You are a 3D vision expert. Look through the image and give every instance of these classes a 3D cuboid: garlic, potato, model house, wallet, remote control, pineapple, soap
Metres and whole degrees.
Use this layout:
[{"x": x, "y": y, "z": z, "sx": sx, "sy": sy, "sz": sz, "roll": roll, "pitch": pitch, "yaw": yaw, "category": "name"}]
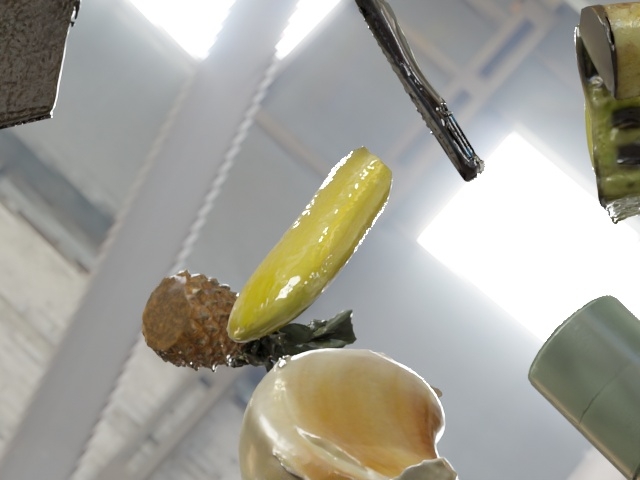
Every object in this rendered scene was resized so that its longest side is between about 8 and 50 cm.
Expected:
[{"x": 0.038, "y": 0.239, "z": 1.599, "sx": 0.286, "sy": 0.249, "sz": 0.313, "roll": 60, "pitch": -4, "yaw": -20, "category": "garlic"}, {"x": 0.310, "y": -0.194, "z": 1.682, "sx": 0.066, "sy": 0.103, "sz": 0.096, "roll": 92, "pitch": -20, "yaw": -58, "category": "potato"}, {"x": 0.385, "y": -0.128, "z": 1.805, "sx": 0.234, "sy": 0.193, "sz": 0.175, "roll": -7, "pitch": -12, "yaw": 9, "category": "model house"}, {"x": -0.279, "y": -0.124, "z": 1.262, "sx": 0.039, "sy": 0.243, "sz": 0.133, "roll": 36, "pitch": -54, "yaw": 31, "category": "wallet"}, {"x": 0.096, "y": -0.150, "z": 1.709, "sx": 0.212, "sy": 0.028, "sz": 0.059, "roll": 59, "pitch": 17, "yaw": 2, "category": "remote control"}, {"x": -0.071, "y": 0.112, "z": 2.098, "sx": 0.277, "sy": 0.130, "sz": 0.119, "roll": 20, "pitch": 12, "yaw": -40, "category": "pineapple"}, {"x": 0.000, "y": 0.000, "z": 1.043, "sx": 0.089, "sy": 0.168, "sz": 0.033, "roll": -25, "pitch": -69, "yaw": 45, "category": "soap"}]

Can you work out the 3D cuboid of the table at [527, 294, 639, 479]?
[{"x": 0.326, "y": 0.171, "z": 1.778, "sx": 0.220, "sy": 0.126, "sz": 0.126, "roll": 45, "pitch": -21, "yaw": 24, "category": "table"}]
